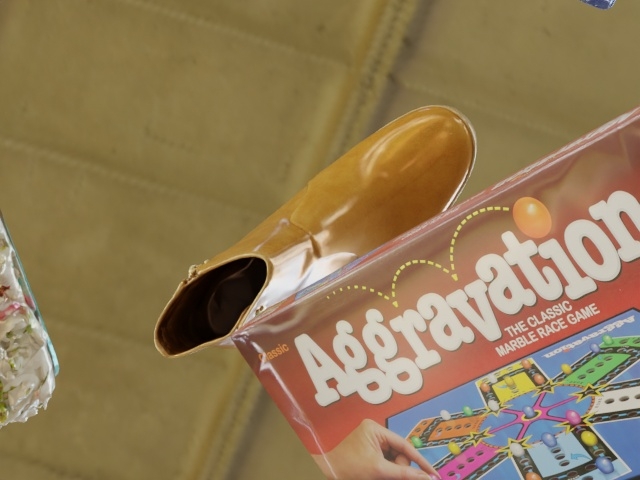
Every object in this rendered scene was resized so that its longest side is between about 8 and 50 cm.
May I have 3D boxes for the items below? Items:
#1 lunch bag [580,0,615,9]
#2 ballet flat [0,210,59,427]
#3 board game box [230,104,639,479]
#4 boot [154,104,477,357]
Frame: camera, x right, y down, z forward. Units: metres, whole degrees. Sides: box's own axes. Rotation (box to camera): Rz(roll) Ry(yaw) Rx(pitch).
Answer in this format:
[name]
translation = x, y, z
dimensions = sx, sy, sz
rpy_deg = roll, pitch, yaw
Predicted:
[lunch bag]
translation = 0.218, -0.228, 1.465
dimensions = 0.067, 0.065, 0.098
rpy_deg = 21, -16, 6
[ballet flat]
translation = -0.187, -0.012, 0.837
dimensions = 0.077, 0.091, 0.241
rpy_deg = -33, -66, -33
[board game box]
translation = 0.087, 0.051, 0.772
dimensions = 0.281, 0.027, 0.145
rpy_deg = -30, -85, 47
[boot]
translation = -0.001, 0.000, 1.588
dimensions = 0.295, 0.211, 0.104
rpy_deg = -42, -98, 19
